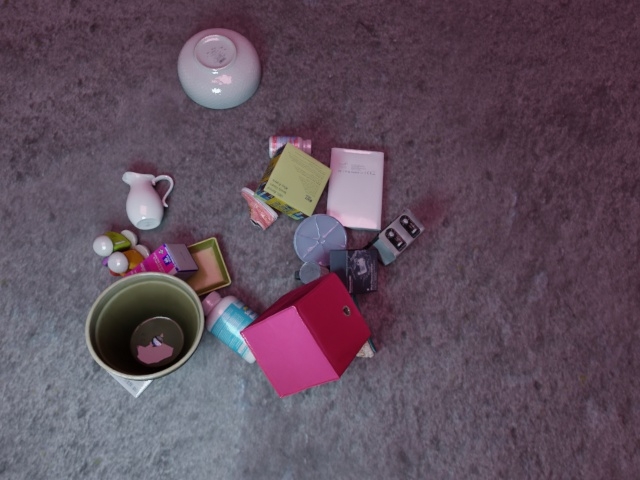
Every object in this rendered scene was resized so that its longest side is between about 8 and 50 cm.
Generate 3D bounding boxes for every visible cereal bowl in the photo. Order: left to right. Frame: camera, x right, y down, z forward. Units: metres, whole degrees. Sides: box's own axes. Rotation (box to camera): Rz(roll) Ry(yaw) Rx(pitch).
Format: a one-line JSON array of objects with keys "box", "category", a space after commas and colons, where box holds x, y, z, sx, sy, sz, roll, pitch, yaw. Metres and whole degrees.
[{"box": [-0.407, -0.709, 1.672, 0.340, 0.141, 0.338, 1, 76, -3], "category": "cereal bowl"}]

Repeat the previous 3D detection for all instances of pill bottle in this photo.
[{"box": [-0.291, 0.289, 1.442, 0.264, 0.146, 0.146, 37, 78, 5], "category": "pill bottle"}, {"box": [-0.118, -0.362, 1.634, 0.161, 0.087, 0.087, 0, 77, -3], "category": "pill bottle"}]

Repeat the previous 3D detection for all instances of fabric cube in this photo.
[{"box": [-0.041, 0.292, 1.329, 0.259, 0.258, 0.254, -29, 92, 33], "category": "fabric cube"}]

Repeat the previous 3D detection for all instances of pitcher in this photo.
[{"box": [-0.625, -0.153, 1.547, 0.178, 0.125, 0.206, -10, 66, -21], "category": "pitcher"}]

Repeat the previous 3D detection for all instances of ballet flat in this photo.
[{"box": [0.123, 0.307, 1.500, 0.077, 0.091, 0.240, -24, 75, 14], "category": "ballet flat"}]

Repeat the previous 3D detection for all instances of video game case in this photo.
[{"box": [-0.643, 0.407, 1.457, 0.201, 0.023, 0.183, 39, 78, 7], "category": "video game case"}]

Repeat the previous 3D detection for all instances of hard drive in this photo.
[{"box": [0.136, -0.200, 1.636, 0.211, 0.040, 0.318, 5, 76, -2], "category": "hard drive"}]

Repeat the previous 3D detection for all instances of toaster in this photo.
[{"box": [0.269, -0.006, 1.539, 0.168, 0.185, 0.110, -40, 85, -19], "category": "toaster"}]

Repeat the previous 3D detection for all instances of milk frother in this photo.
[{"box": [-0.016, 0.160, 1.490, 0.129, 0.135, 0.143, -25, 65, 23], "category": "milk frother"}]

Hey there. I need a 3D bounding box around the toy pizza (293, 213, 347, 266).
[{"box": [0.000, 0.000, 1.565, 0.202, 0.032, 0.201, -2, 100, -9], "category": "toy pizza"}]

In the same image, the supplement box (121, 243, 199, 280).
[{"box": [-0.552, 0.116, 1.444, 0.220, 0.114, 0.111, -36, 77, 15], "category": "supplement box"}]

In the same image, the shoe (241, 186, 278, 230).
[{"box": [-0.249, -0.119, 1.581, 0.178, 0.063, 0.081, 42, 72, 2], "category": "shoe"}]

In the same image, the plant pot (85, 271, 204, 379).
[{"box": [-0.534, 0.294, 1.340, 0.324, 0.280, 0.322, 5, 64, -11], "category": "plant pot"}]

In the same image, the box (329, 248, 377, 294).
[{"box": [0.119, 0.109, 1.485, 0.159, 0.093, 0.155, -1, 90, -40], "category": "box"}]

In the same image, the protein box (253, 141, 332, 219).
[{"box": [-0.103, -0.212, 1.544, 0.200, 0.136, 0.201, 29, 75, -21], "category": "protein box"}]

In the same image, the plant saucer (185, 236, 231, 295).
[{"box": [-0.440, 0.107, 1.527, 0.189, 0.045, 0.188, -20, 79, -7], "category": "plant saucer"}]

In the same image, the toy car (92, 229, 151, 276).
[{"box": [-0.713, 0.056, 1.487, 0.182, 0.159, 0.136, 46, 115, 7], "category": "toy car"}]
